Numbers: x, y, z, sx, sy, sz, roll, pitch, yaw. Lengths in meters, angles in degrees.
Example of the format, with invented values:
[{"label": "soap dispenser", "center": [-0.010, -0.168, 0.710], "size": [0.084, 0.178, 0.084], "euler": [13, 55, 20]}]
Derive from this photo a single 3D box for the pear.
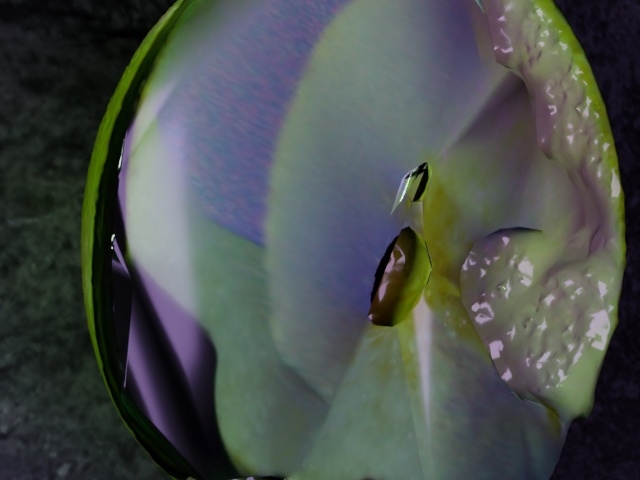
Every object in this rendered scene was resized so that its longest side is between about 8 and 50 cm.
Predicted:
[{"label": "pear", "center": [0.000, -0.003, 1.114], "size": [0.399, 0.165, 0.398], "euler": [-4, 96, -38]}]
